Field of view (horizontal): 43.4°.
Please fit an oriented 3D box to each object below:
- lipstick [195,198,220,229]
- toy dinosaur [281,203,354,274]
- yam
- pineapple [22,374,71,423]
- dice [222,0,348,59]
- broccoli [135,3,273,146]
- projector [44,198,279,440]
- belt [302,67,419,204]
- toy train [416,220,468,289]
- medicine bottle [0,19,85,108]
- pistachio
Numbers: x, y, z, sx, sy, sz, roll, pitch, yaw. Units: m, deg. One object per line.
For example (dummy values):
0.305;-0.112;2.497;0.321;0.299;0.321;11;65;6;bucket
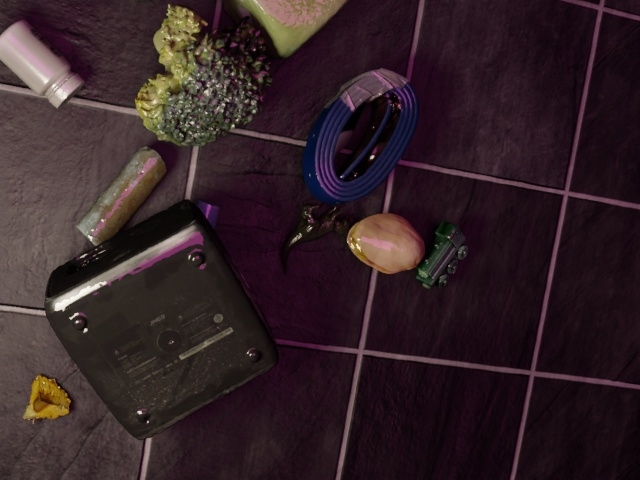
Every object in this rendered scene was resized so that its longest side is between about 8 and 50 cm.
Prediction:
-0.309;0.039;1.925;0.068;0.061;0.274;15;97;-36;lipstick
0.000;0.000;1.984;0.187;0.087;0.179;1;94;-12;toy dinosaur
-0.456;-0.099;1.861;0.093;0.093;0.259;40;84;-14;yam
-0.652;0.387;1.873;0.114;0.077;0.114;-44;100;8;pineapple
-0.078;-0.580;1.819;0.250;0.252;0.254;45;82;-13;dice
-0.274;-0.378;1.821;0.293;0.348;0.281;-10;62;-50;broccoli
-0.345;0.181;1.798;0.395;0.242;0.405;-29;113;-5;projector
0.092;-0.249;1.948;0.212;0.117;0.347;34;79;-12;belt
0.308;0.042;2.053;0.171;0.071;0.111;-54;137;-8;toy train
-0.623;-0.389;1.784;0.186;0.103;0.103;44;84;-14;medicine bottle
0.165;0.005;2.012;0.200;0.117;0.145;20;75;-11;pistachio
